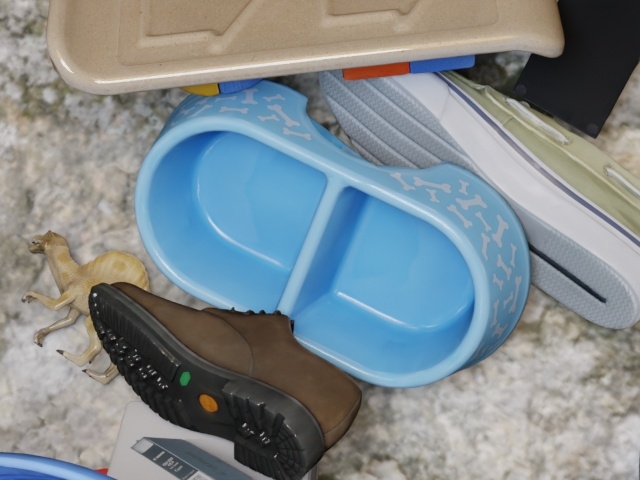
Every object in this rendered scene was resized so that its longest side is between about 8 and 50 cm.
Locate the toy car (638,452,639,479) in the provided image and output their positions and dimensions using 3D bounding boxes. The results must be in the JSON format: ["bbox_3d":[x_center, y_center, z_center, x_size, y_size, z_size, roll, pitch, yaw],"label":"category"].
[{"bbox_3d":[0.300,0.194,1.125,0.159,0.136,0.182,0,76,4],"label":"toy car"}]

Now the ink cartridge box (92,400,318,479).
[{"bbox_3d":[-0.137,0.207,1.087,0.261,0.296,0.066,-2,116,3],"label":"ink cartridge box"}]

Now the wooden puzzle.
[{"bbox_3d":[-0.014,-0.218,1.229,0.348,0.080,0.322,-3,48,-1],"label":"wooden puzzle"}]

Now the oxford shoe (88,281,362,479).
[{"bbox_3d":[-0.067,0.083,1.158,0.227,0.082,0.096,29,48,29],"label":"oxford shoe"}]

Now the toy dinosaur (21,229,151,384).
[{"bbox_3d":[-0.153,0.055,1.234,0.183,0.053,0.092,29,79,10],"label":"toy dinosaur"}]

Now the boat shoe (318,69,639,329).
[{"bbox_3d":[0.134,-0.055,1.228,0.302,0.109,0.094,40,57,9],"label":"boat shoe"}]

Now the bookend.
[{"bbox_3d":[0.228,-0.180,1.243,0.072,0.156,0.157,31,123,10],"label":"bookend"}]

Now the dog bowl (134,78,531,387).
[{"bbox_3d":[0.000,0.000,1.186,0.297,0.074,0.166,26,113,10],"label":"dog bowl"}]

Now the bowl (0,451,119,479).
[{"bbox_3d":[-0.172,0.310,0.903,0.391,0.077,0.391,-2,84,18],"label":"bowl"}]
